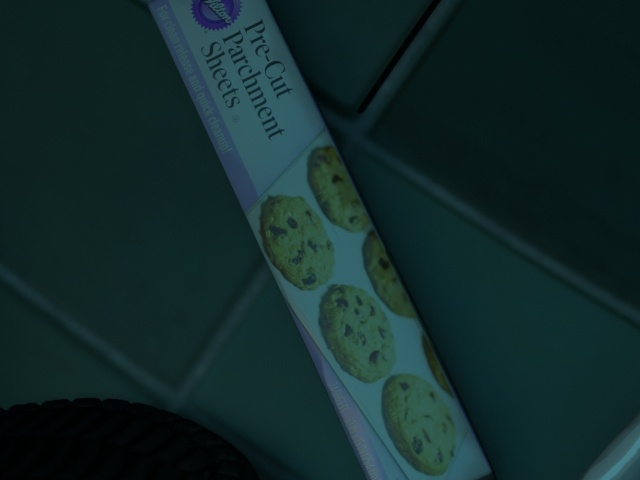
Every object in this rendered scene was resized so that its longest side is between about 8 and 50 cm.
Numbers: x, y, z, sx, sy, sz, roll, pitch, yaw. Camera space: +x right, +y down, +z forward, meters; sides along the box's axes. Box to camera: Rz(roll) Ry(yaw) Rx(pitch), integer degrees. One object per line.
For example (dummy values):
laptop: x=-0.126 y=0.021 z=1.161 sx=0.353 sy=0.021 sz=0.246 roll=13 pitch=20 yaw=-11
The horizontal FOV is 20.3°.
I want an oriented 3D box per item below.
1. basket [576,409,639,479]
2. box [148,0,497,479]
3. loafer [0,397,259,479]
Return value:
basket: x=0.302 y=0.161 z=0.797 sx=0.331 sy=0.266 sz=0.328 roll=-44 pitch=75 yaw=-3
box: x=0.000 y=0.000 z=0.985 sx=0.067 sy=0.063 sz=0.324 roll=-25 pitch=75 yaw=2
loafer: x=-0.200 y=0.167 z=0.966 sx=0.365 sy=0.134 sz=0.130 roll=-3 pitch=104 yaw=18
